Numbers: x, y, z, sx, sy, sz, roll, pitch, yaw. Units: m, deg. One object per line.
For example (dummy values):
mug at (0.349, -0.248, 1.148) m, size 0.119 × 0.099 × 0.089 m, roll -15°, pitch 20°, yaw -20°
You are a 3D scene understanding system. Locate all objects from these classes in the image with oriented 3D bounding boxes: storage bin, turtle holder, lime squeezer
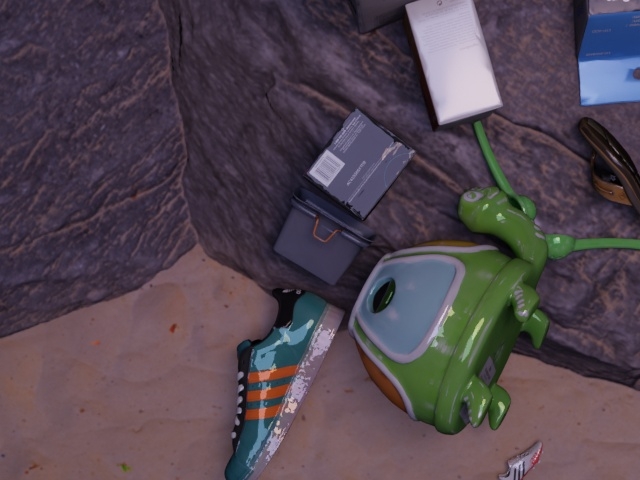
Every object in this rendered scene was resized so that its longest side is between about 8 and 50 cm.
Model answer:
storage bin at (0.000, 0.000, 1.362) m, size 0.135 × 0.098 × 0.091 m, roll 30°, pitch 104°, yaw 2°
turtle holder at (0.178, 0.090, 1.279) m, size 0.227 × 0.243 × 0.320 m, roll 25°, pitch 107°, yaw 23°
lime squeezer at (0.321, -0.043, 1.354) m, size 0.310 × 0.059 × 0.110 m, roll 36°, pitch 94°, yaw 2°

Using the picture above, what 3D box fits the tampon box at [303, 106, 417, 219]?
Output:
tampon box at (0.056, -0.103, 1.315) m, size 0.101 × 0.161 × 0.120 m, roll 37°, pitch 93°, yaw 2°

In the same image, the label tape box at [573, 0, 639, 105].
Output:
label tape box at (0.478, -0.366, 1.307) m, size 0.241 × 0.106 × 0.333 m, roll -4°, pitch 92°, yaw 4°

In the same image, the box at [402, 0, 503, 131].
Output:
box at (0.181, -0.248, 1.318) m, size 0.091 × 0.130 × 0.170 m, roll -16°, pitch 91°, yaw 3°

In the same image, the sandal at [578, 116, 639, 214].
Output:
sandal at (0.426, -0.077, 1.344) m, size 0.060 × 0.090 × 0.219 m, roll -33°, pitch 97°, yaw 26°

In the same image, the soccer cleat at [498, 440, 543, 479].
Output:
soccer cleat at (0.294, 0.325, 1.384) m, size 0.036 × 0.029 × 0.083 m, roll 33°, pitch 98°, yaw -2°

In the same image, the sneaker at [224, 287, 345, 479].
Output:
sneaker at (-0.080, 0.211, 1.369) m, size 0.121 × 0.108 × 0.302 m, roll 26°, pitch 85°, yaw 3°

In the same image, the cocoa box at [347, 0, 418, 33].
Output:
cocoa box at (0.109, -0.441, 1.206) m, size 0.231 × 0.347 × 0.228 m, roll -22°, pitch 90°, yaw 5°
